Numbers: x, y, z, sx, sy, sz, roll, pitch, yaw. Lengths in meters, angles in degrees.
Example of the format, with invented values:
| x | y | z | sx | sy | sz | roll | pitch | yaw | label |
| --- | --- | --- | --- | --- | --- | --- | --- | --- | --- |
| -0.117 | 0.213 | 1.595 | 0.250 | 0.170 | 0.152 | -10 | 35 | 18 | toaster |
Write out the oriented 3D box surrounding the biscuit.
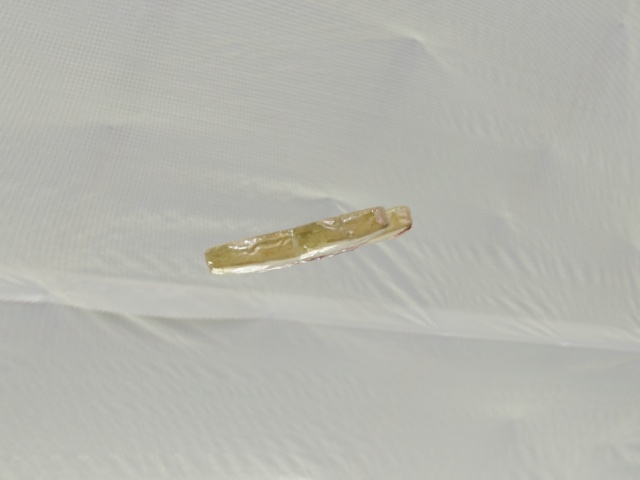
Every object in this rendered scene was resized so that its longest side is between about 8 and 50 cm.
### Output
| x | y | z | sx | sy | sz | roll | pitch | yaw | label |
| --- | --- | --- | --- | --- | --- | --- | --- | --- | --- |
| 0.000 | 0.000 | 0.729 | 0.153 | 0.234 | 0.030 | -12 | -91 | 6 | biscuit |
